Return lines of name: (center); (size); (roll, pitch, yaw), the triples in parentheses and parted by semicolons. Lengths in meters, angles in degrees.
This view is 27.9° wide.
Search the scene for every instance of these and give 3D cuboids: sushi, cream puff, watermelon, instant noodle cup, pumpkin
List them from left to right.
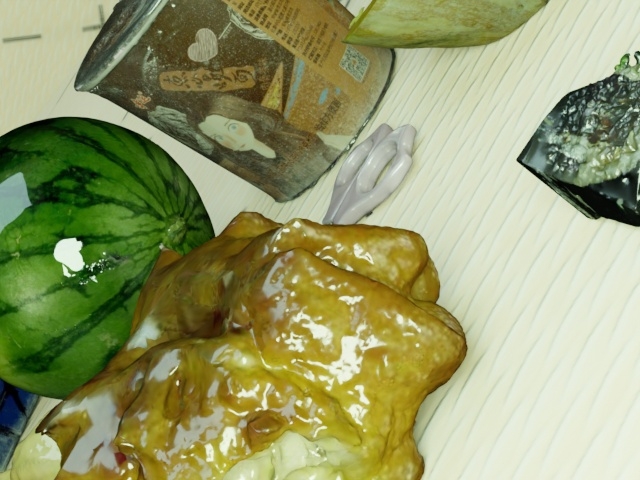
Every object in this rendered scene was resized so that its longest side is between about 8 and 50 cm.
watermelon: (-0.204, 0.015, 1.083); (0.242, 0.242, 0.242); (-45, 22, 23)
instant noodle cup: (-0.068, -0.158, 1.104); (0.217, 0.207, 0.217); (-47, 20, 23)
cream puff: (-0.042, 0.097, 0.727); (0.269, 0.155, 0.241); (-52, 24, -13)
pumpkin: (0.117, -0.206, 0.939); (0.217, 0.110, 0.217); (-57, 8, 12)
sushi: (0.158, -0.054, 0.646); (0.084, 0.056, 0.083); (-56, 20, -1)

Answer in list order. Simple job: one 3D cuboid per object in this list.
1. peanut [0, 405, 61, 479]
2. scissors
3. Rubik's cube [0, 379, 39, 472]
peanut: (-0.173, 0.183, 0.907); (0.274, 0.125, 0.111); (-39, 44, 36)
scissors: (0.001, 0.000, 0.965); (0.212, 0.021, 0.110); (-54, 18, -3)
Rubik's cube: (-0.460, 0.160, 1.381); (0.264, 0.319, 0.319); (-5, 46, 30)
